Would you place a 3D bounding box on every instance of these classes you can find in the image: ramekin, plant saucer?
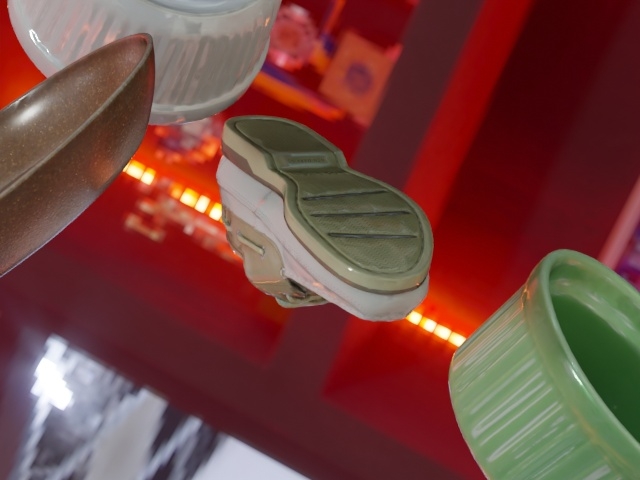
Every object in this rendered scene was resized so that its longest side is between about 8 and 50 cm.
[{"bbox_3d":[-0.123,-0.200,1.348,0.207,0.207,0.109,-53,0,-39],"label":"ramekin"},{"bbox_3d":[0.264,0.172,1.726,0.148,0.303,0.303,-41,-2,25],"label":"ramekin"},{"bbox_3d":[-0.147,-0.021,0.812,0.199,0.036,0.198,-33,19,13],"label":"plant saucer"}]

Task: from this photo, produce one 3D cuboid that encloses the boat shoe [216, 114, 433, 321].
[{"bbox_3d":[0.000,0.000,1.398,0.302,0.113,0.103,-130,45,-58],"label":"boat shoe"}]
